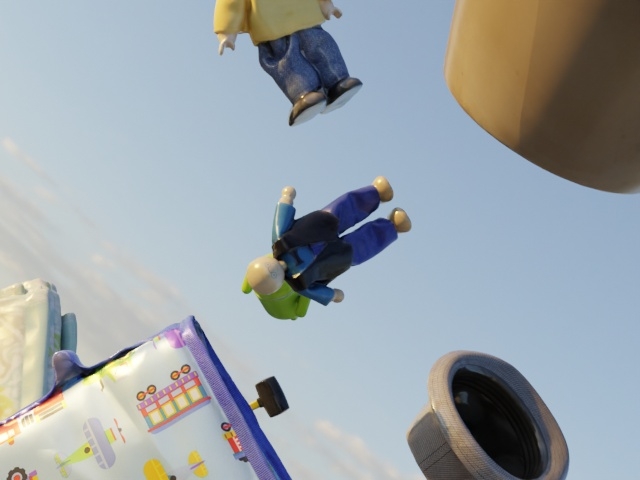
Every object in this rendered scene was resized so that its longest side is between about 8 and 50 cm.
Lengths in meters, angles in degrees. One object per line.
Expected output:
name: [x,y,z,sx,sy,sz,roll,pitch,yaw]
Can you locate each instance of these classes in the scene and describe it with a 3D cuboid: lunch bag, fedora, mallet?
lunch bag: [-0.136,0.213,0.946,0.293,0.221,0.138,59,-2,10]
fedora: [0.217,0.281,1.734,0.244,0.124,0.275,54,27,12]
mallet: [-0.146,0.269,1.958,0.039,0.189,0.062,81,-9,-82]

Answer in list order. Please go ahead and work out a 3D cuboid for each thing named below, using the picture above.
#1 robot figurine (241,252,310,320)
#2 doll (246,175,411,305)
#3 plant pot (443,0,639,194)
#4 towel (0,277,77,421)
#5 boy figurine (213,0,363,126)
robot figurine: [-0.052,0.059,1.610,0.101,0.067,0.115,24,-20,26]
doll: [0.000,0.000,1.253,0.129,0.189,0.046,61,-30,-3]
plant pot: [0.229,-0.198,0.881,0.323,0.323,0.280,38,-59,17]
towel: [-0.417,0.229,1.287,0.090,0.320,0.375,67,16,-56]
boy figurine: [-0.065,-0.288,1.565,0.285,0.177,0.092,60,-24,4]
